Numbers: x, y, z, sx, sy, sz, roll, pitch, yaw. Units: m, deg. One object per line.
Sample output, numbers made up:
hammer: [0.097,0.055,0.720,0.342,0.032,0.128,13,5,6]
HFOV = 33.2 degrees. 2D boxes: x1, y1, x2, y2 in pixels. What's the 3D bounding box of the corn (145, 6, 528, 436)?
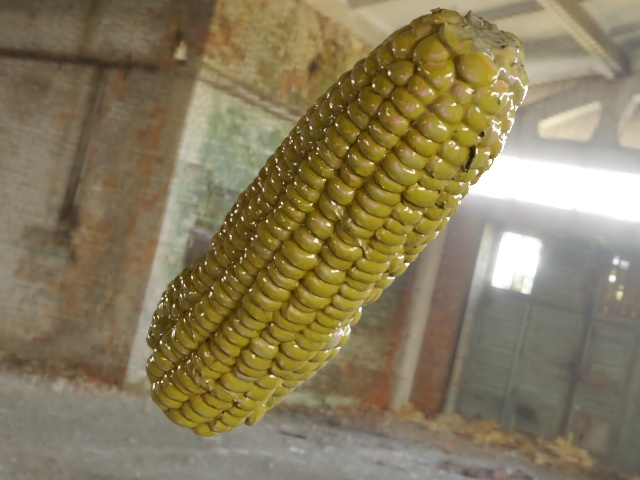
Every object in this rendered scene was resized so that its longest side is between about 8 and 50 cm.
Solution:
corn: [0.000,0.000,0.552,0.101,0.101,0.292,16,-49,-34]
